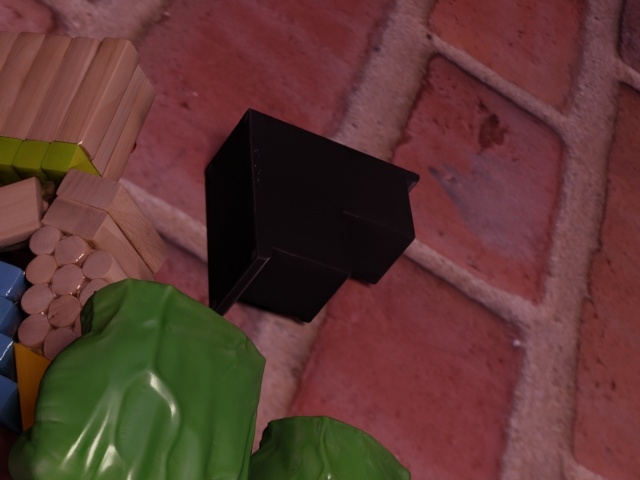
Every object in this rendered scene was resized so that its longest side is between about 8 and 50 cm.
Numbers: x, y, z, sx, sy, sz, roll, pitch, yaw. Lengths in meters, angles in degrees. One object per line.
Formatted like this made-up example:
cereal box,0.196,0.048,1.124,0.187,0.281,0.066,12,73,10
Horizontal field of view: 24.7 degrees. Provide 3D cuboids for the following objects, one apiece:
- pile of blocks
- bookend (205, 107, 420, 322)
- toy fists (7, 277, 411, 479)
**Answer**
pile of blocks,-0.163,0.033,0.922,0.112,0.149,0.362,62,17,-55
bookend,0.000,0.000,1.097,0.157,0.072,0.156,19,41,-25
toy fists,-0.050,0.147,0.776,0.279,0.096,0.142,44,40,-38
